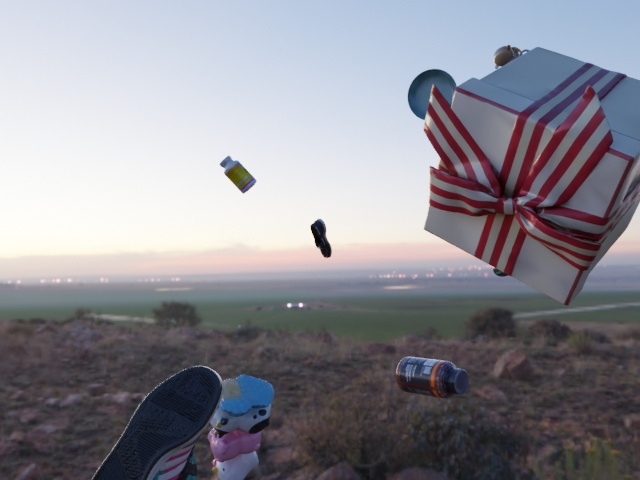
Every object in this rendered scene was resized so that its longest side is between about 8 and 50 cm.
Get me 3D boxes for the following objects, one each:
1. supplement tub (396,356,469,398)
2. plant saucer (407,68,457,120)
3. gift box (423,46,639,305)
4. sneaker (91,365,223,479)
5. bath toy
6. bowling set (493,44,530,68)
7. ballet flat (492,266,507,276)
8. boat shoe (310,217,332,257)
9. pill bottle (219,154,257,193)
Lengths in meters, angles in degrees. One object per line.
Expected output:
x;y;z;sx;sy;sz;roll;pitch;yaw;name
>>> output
0.318;0.390;1.766;0.106;0.106;0.198;1;-2;-43;supplement tub
0.262;-0.336;1.445;0.119;0.119;0.021;-2;1;27;plant saucer
0.289;-0.110;0.816;0.255;0.276;0.258;27;45;32;gift box
-0.249;0.345;1.062;0.124;0.295;0.178;38;-4;17;sneaker
-0.210;0.485;1.532;0.152;0.348;0.129;14;37;3;bath toy
0.444;-0.370;1.475;0.154;0.199;0.287;28;-37;0;bowling set
0.510;0.041;1.608;0.203;0.074;0.074;-28;15;-38;ballet flat
0.000;0.000;1.728;0.038;0.125;0.046;-34;39;-31;boat shoe
-0.180;-0.144;1.347;0.043;0.083;0.043;-43;4;4;pill bottle
